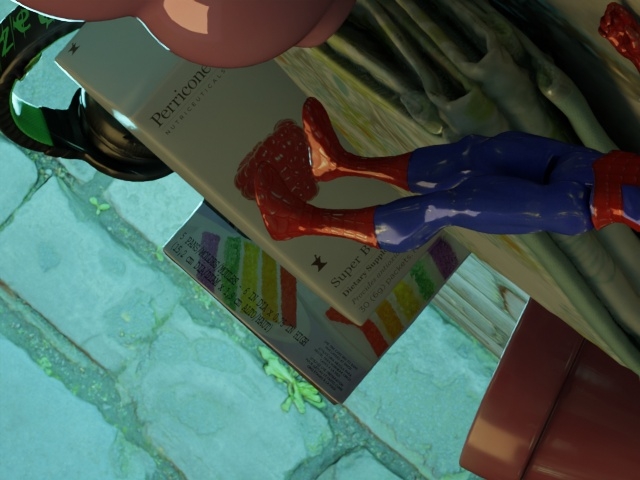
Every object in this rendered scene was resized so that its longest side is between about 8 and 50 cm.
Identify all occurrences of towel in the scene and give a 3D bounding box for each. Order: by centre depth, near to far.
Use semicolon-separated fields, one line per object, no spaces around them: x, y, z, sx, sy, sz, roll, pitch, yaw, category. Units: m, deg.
0.093;-0.070;1.013;0.320;0.090;0.374;42;178;42;towel

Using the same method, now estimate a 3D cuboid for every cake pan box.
0.000;0.000;1.684;0.267;0.246;0.070;42;173;1;cake pan box

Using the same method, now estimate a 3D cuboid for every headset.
-0.128;-0.138;1.500;0.394;0.243;0.185;3;-124;-45;headset

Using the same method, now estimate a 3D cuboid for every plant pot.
0.235;0.132;1.294;0.180;0.201;0.201;24;174;10;plant pot

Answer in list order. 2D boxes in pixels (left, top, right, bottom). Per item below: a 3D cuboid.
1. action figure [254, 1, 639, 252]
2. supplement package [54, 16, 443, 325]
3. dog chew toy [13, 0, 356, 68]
0.102;-0.052;0.711;0.280;0.091;0.139;8;133;24;action figure
-0.036;-0.101;1.284;0.293;0.177;0.175;42;177;-35;supplement package
-0.121;-0.206;0.776;0.332;0.207;0.206;33;180;-19;dog chew toy
